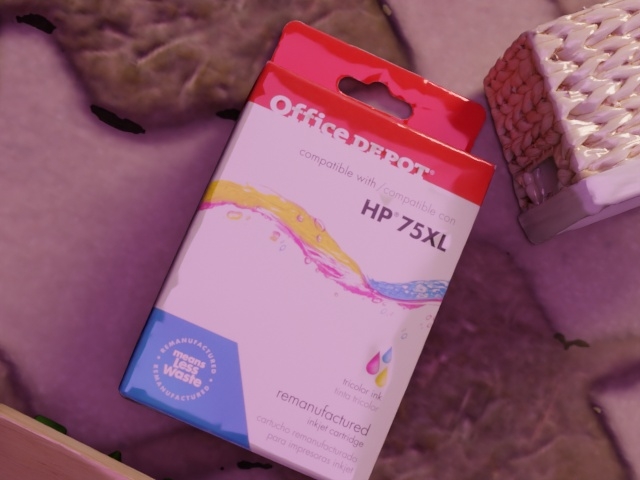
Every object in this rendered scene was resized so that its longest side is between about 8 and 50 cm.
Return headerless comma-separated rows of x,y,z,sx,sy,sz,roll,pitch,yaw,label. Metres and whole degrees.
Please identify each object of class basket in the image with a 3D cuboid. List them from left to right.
0.184,-0.078,0.675,0.167,0.113,0.103,-19,83,-9,basket

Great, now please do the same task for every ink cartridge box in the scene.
0.000,0.000,0.656,0.134,0.078,0.231,24,81,-5,ink cartridge box

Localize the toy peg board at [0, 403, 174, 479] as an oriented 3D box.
-0.122,0.180,0.633,0.161,0.079,0.160,27,97,-3,toy peg board
